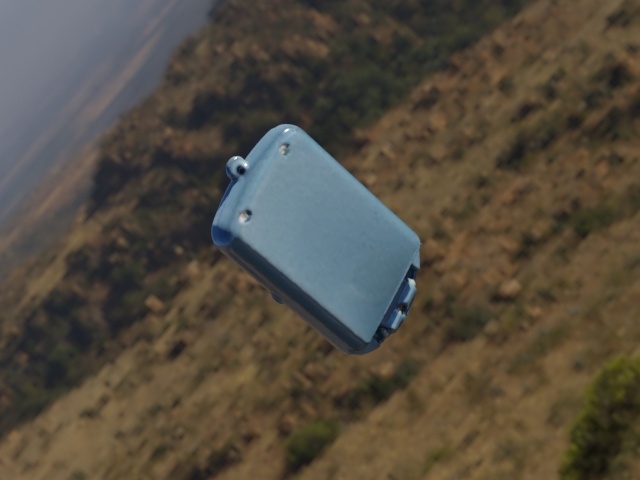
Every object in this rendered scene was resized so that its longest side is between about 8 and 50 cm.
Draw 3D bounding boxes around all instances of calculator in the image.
[{"bbox_3d":[0.000,0.000,1.290,0.039,0.210,0.121,-5,52,53],"label":"calculator"}]
